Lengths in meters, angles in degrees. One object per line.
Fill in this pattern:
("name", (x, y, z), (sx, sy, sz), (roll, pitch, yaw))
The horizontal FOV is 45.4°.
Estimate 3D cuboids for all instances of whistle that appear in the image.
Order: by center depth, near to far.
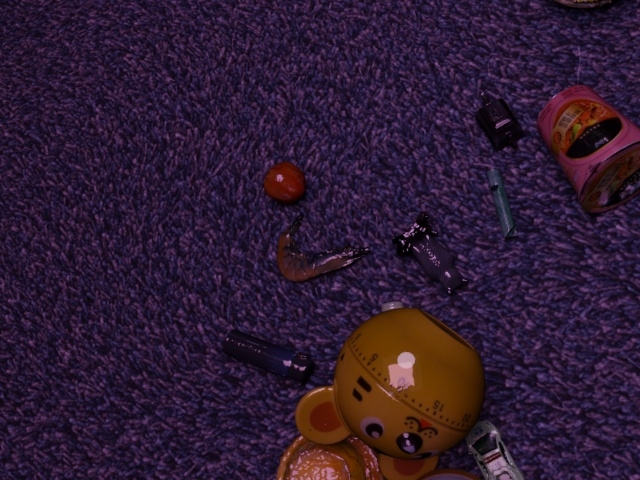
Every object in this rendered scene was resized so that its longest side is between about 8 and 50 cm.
("whistle", (0.460, -0.094, 1.946), (0.039, 0.039, 0.186), (-15, 68, 13))

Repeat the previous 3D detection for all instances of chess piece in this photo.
("chess piece", (0.187, 0.230, 1.914), (0.059, 0.059, 0.149), (-9, 75, 15))

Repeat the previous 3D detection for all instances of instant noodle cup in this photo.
("instant noodle cup", (0.654, -0.233, 1.842), (0.243, 0.244, 0.255), (-32, 55, 5))

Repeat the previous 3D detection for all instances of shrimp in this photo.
("shrimp", (0.000, 0.000, 2.058), (0.261, 0.051, 0.198), (-17, 66, 15))

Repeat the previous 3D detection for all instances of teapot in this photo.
("teapot", (0.463, -0.315, 1.991), (0.087, 0.096, 0.177), (-29, 65, 7))

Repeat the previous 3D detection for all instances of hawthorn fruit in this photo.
("hawthorn fruit", (-0.097, -0.160, 2.114), (0.128, 0.128, 0.128), (-6, 69, 16))

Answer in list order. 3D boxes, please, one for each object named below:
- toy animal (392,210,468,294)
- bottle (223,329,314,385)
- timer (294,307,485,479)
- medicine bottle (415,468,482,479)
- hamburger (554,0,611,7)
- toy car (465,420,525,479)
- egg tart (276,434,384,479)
("toy animal", (0.286, 0.032, 1.916), (0.121, 0.117, 0.210), (-40, 62, -6))
("bottle", (-0.133, 0.298, 1.981), (0.244, 0.072, 0.082), (18, 96, 22))
("timer", (0.177, 0.356, 1.720), (0.376, 0.376, 0.387), (38, 99, 26))
("medicine bottle", (0.273, 0.625, 1.613), (0.237, 0.232, 0.238), (-1, 87, 11))
("hamburger", (0.709, -0.747, 2.019), (0.300, 0.176, 0.300), (-8, 63, 16))
("toy car", (0.393, 0.501, 1.744), (0.093, 0.058, 0.186), (-30, 65, 8))
("egg tart", (0.008, 0.578, 1.817), (0.288, 0.118, 0.288), (-5, 74, 18))
